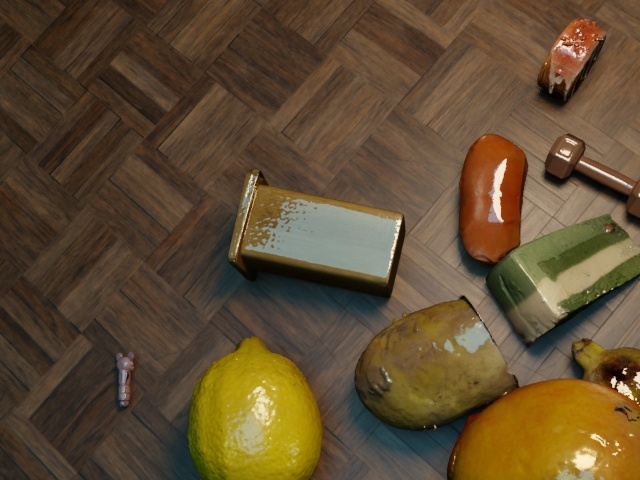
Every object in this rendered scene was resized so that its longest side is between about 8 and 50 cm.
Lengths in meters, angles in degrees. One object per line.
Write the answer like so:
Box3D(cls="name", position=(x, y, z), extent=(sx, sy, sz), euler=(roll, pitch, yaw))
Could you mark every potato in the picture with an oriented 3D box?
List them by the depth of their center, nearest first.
Box3D(cls="potato", position=(0.191, 0.233, 1.495), extent=(0.266, 0.229, 0.229), euler=(-32, 71, 6))

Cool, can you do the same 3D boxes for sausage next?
Box3D(cls="sausage", position=(0.330, -0.080, 1.590), extent=(0.133, 0.133, 0.258), euler=(4, 79, 12))

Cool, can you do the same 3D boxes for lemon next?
Box3D(cls="lemon", position=(-0.120, 0.334, 1.502), extent=(0.245, 0.245, 0.320), euler=(-9, 70, 9))

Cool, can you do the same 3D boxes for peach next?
Box3D(cls="peach", position=(0.376, 0.392, 1.314), extent=(0.372, 0.290, 0.373), euler=(8, 104, 32))

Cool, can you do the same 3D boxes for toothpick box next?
Box3D(cls="toothpick box", position=(0.000, 0.000, 1.608), extent=(0.308, 0.187, 0.190), euler=(11, 76, 10))

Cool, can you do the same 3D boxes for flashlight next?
Box3D(cls="flashlight", position=(-0.397, 0.283, 1.682), extent=(0.052, 0.031, 0.110), euler=(-10, 75, 33))

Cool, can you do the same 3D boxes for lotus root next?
Box3D(cls="lotus root", position=(0.560, 0.287, 1.432), extent=(0.314, 0.141, 0.169), euler=(41, 82, 19))

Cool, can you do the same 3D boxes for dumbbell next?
Box3D(cls="dumbbell", position=(0.547, -0.123, 1.580), extent=(0.231, 0.082, 0.092), euler=(31, 84, 17))

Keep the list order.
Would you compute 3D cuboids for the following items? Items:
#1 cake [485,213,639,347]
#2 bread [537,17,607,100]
Box3D(cls="cake", position=(0.463, 0.050, 1.505), extent=(0.283, 0.172, 0.158), euler=(-30, 73, 0))
Box3D(cls="bread", position=(0.493, -0.354, 1.615), extent=(0.073, 0.160, 0.160), euler=(36, 84, 16))
